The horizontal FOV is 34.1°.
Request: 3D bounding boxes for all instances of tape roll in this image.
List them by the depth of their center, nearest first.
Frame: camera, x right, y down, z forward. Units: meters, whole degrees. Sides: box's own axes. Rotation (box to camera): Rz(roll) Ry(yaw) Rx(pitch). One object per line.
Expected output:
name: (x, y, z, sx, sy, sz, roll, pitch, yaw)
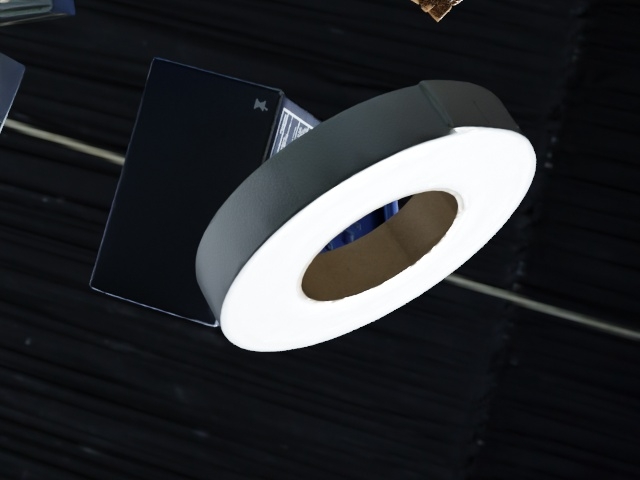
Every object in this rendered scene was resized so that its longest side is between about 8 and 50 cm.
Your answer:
tape roll: (0.052, -0.016, 1.135, 0.392, 0.072, 0.392, -25, 154, -13)

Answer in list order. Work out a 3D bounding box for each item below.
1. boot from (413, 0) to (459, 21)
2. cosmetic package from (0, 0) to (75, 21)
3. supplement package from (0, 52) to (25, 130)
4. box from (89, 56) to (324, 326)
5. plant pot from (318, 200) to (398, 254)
boot: (0.239, -0.530, 1.987, 0.197, 0.152, 0.073, -43, -178, 12)
cosmetic package: (-0.395, -0.436, 1.168, 0.217, 0.156, 0.385, -121, -157, -78)
supplement package: (-0.524, -0.168, 1.337, 0.203, 0.194, 0.149, -36, -145, 43)
box: (-0.136, -0.057, 1.374, 0.294, 0.183, 0.296, 10, 96, -80)
plant pot: (0.000, 0.000, 1.701, 0.236, 0.212, 0.236, -37, -128, 56)
